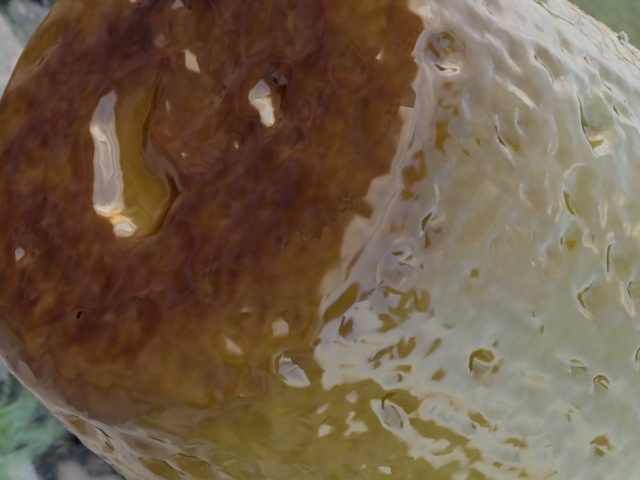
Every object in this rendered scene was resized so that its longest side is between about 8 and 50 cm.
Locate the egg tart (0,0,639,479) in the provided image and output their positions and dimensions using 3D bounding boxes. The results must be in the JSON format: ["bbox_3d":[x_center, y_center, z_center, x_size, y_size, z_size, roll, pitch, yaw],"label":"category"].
[{"bbox_3d":[0.000,0.000,0.403,0.147,0.202,0.203,33,39,-48],"label":"egg tart"}]
